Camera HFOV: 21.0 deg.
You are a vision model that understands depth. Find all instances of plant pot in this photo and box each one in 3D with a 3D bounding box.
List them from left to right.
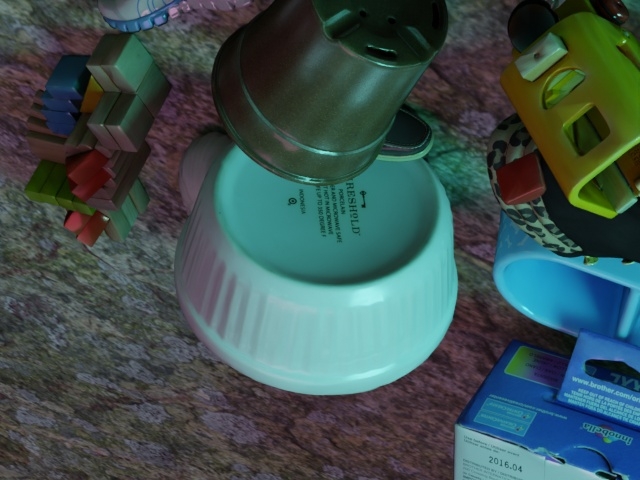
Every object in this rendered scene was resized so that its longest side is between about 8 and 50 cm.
[{"bbox_3d":[0.015,-0.155,1.428,0.167,0.167,0.165,30,146,-9],"label":"plant pot"}]

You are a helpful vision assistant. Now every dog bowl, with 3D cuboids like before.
[{"bbox_3d":[0.299,0.047,1.630,0.297,0.074,0.166,20,153,11],"label":"dog bowl"}]

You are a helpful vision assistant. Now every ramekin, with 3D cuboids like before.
[{"bbox_3d":[0.000,0.000,1.607,0.273,0.273,0.127,20,142,10],"label":"ramekin"}]

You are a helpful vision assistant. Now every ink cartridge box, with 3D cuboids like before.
[{"bbox_3d":[0.280,0.273,1.728,0.270,0.151,0.395,17,135,23],"label":"ink cartridge box"}]

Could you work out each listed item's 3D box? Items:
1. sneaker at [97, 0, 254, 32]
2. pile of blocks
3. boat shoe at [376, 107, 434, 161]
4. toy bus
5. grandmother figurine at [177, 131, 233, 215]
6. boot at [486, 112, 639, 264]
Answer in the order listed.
[{"bbox_3d":[-0.129,-0.239,1.502,0.190,0.071,0.083,-10,131,36],"label":"sneaker"},{"bbox_3d":[-0.256,-0.091,1.809,0.149,0.113,0.362,25,153,1],"label":"pile of blocks"},{"bbox_3d":[0.031,-0.116,1.585,0.152,0.056,0.049,18,157,14],"label":"boat shoe"},{"bbox_3d":[0.186,-0.119,1.261,0.202,0.191,0.104,10,177,38],"label":"toy bus"},{"bbox_3d":[-0.027,0.014,1.832,0.208,0.104,0.342,-31,121,26],"label":"grandmother figurine"},{"bbox_3d":[0.339,-0.009,1.423,0.377,0.138,0.284,20,176,-42],"label":"boot"}]
